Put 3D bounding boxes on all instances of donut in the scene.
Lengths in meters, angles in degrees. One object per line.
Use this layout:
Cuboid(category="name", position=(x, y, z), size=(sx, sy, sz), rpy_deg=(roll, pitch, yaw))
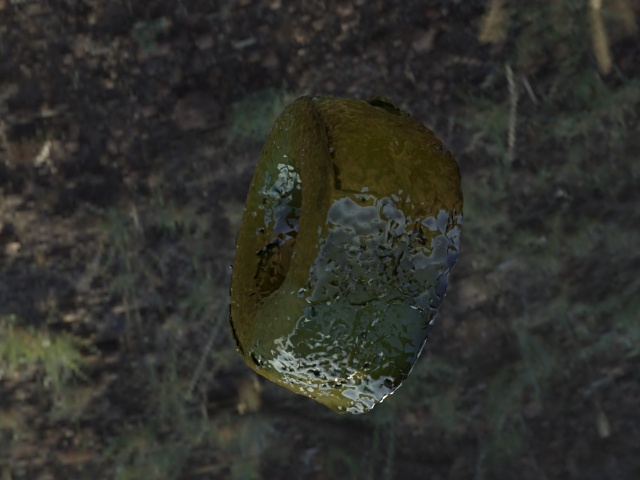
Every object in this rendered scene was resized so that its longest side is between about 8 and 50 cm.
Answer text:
Cuboid(category="donut", position=(0.000, 0.000, 1.106), size=(0.107, 0.272, 0.272), rpy_deg=(15, 131, -23))
